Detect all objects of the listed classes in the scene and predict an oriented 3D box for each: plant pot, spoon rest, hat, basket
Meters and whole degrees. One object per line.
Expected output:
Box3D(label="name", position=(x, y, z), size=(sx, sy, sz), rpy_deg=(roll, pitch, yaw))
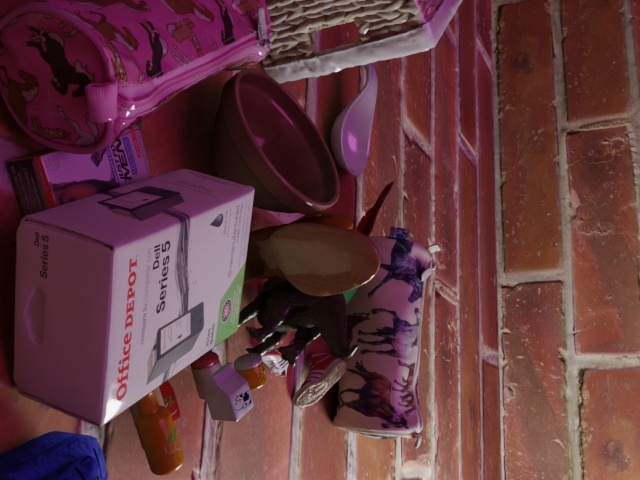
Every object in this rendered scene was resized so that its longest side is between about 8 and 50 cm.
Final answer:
Box3D(label="plant pot", position=(-0.084, -0.127, 1.114), size=(0.237, 0.109, 0.237), rpy_deg=(45, 27, -30))
Box3D(label="spoon rest", position=(0.070, -0.266, 1.530), size=(0.137, 0.084, 0.276), rpy_deg=(27, 61, -60))
Box3D(label="hat", position=(0.075, 0.041, 1.318), size=(0.173, 0.183, 0.208), rpy_deg=(-91, 164, -68))
Box3D(label="basket", position=(0.049, -0.470, 1.228), size=(0.266, 0.328, 0.331), rpy_deg=(58, 44, -34))

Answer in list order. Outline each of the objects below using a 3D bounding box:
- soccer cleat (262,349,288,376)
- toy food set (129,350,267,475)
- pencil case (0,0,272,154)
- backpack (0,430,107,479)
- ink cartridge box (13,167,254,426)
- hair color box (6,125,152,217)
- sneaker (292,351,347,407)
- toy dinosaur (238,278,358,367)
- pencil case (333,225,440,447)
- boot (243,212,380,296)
Box3D(label="soccer cleat", position=(-0.074, 0.198, 1.209), size=(0.083, 0.029, 0.036), rpy_deg=(41, 45, -61))
Box3D(label="toy food set", position=(-0.163, 0.178, 0.931), size=(0.232, 0.111, 0.104), rpy_deg=(-34, 116, -54))
Box3D(label="pencil case", position=(-0.197, -0.228, 0.871), size=(0.160, 0.167, 0.386), rpy_deg=(65, 32, -16))
Box3D(label="backpack", position=(-0.260, 0.247, 0.737), size=(0.120, 0.101, 0.098), rpy_deg=(-22, 112, -67))
Box3D(label="ink cartridge box", position=(-0.194, 0.047, 0.829), size=(0.273, 0.114, 0.198), rpy_deg=(-33, 136, -62))
Box3D(label="hair color box", position=(-0.261, -0.067, 0.845), size=(0.167, 0.053, 0.093), rpy_deg=(-39, 121, -58))
Box3D(label="sneaker", position=(-0.016, 0.242, 1.319), size=(0.118, 0.067, 0.042), rpy_deg=(-36, 125, -26))
Box3D(label="toy dinosaur", position=(-0.036, 0.103, 1.106), size=(0.160, 0.313, 0.121), rpy_deg=(-45, 105, -26))
Box3D(label="pencil case", position=(0.127, 0.187, 1.452), size=(0.160, 0.183, 0.410), rpy_deg=(38, 53, -57))
Box3D(label="boot", position=(0.000, 0.001, 1.092), size=(0.211, 0.295, 0.104), rpy_deg=(-29, 108, -52))
